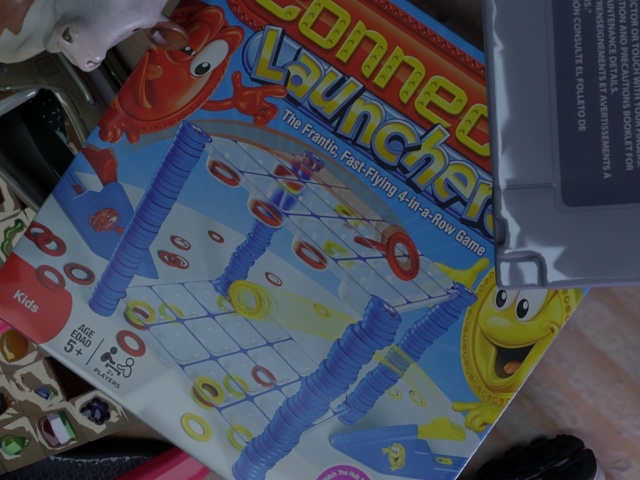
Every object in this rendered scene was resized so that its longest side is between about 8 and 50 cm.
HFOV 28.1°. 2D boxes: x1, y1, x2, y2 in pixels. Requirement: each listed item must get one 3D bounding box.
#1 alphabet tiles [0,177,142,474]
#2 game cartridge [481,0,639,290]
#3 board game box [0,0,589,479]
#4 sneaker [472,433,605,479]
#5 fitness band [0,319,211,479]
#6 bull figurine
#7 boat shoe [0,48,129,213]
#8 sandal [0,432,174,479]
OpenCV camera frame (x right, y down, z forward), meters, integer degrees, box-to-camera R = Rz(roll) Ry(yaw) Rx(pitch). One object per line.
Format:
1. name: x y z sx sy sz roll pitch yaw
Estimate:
1. alphabet tiles: -0.255 0.066 1.029 0.198 0.009 0.237 -21 101 13
2. game cartridge: 0.186 -0.123 0.703 0.196 0.060 0.294 -2 96 9
3. board game box: 0.000 0.000 0.803 0.308 0.086 0.302 34 94 4
4. sneaker: 0.100 0.239 0.963 0.271 0.100 0.108 -21 111 29
5. fitness band: -0.194 0.127 1.009 0.291 0.054 0.209 -29 103 15
6. bull figurine: -0.206 -0.181 0.786 0.188 0.101 0.310 -33 57 7
7. boat shoe: -0.209 -0.111 0.901 0.302 0.103 0.113 44 125 -3
8. sandal: -0.233 0.199 1.100 0.254 0.054 0.097 8 111 5
